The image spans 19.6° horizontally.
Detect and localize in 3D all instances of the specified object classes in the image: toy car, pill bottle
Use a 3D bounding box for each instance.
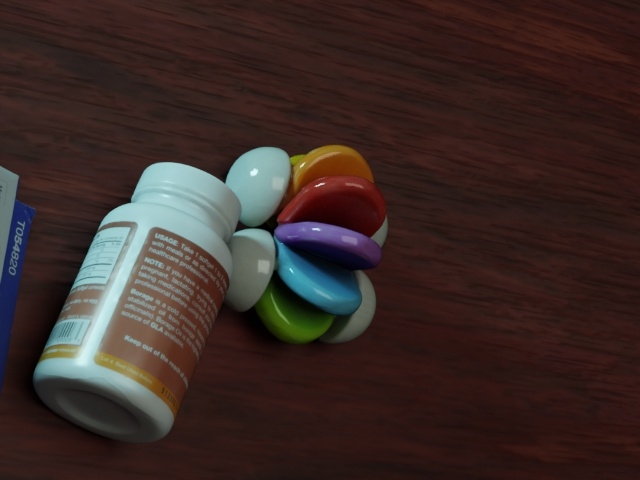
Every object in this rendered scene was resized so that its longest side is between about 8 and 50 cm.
[{"bbox_3d":[0.000,0.000,1.641,0.159,0.136,0.182,23,65,-30],"label":"toy car"},{"bbox_3d":[-0.144,0.048,1.532,0.121,0.121,0.216,35,60,-24],"label":"pill bottle"}]

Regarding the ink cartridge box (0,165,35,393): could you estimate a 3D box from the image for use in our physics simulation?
[{"bbox_3d":[-0.294,0.035,1.421,0.224,0.045,0.223,32,58,-52],"label":"ink cartridge box"}]
